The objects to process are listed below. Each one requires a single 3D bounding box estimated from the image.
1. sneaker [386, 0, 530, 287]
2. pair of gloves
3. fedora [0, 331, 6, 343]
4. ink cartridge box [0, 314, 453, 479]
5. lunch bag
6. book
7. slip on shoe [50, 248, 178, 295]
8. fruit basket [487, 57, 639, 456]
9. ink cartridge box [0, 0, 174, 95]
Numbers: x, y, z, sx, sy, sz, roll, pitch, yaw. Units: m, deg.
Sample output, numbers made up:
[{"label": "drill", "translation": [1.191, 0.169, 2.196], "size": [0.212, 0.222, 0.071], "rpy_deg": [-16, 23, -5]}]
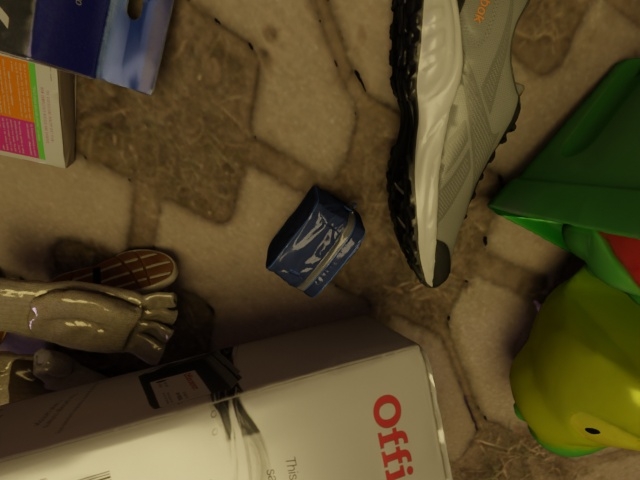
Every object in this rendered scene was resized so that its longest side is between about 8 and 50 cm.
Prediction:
[{"label": "sneaker", "translation": [0.114, -0.079, 0.398], "size": [0.107, 0.100, 0.272], "rpy_deg": [-3, 116, -5]}, {"label": "pair of gloves", "translation": [-0.261, 0.117, 0.491], "size": [0.204, 0.042, 0.240], "rpy_deg": [11, 132, -15]}, {"label": "fedora", "translation": [-0.426, 0.068, 0.468], "size": [0.194, 0.079, 0.195], "rpy_deg": [0, 116, -1]}, {"label": "ink cartridge box", "translation": [-0.089, 0.258, 0.424], "size": [0.394, 0.166, 0.286], "rpy_deg": [-12, 95, -12]}, {"label": "lunch bag", "translation": [0.000, 0.000, 0.450], "size": [0.065, 0.067, 0.098], "rpy_deg": [34, 110, -17]}, {"label": "book", "translation": [-0.290, -0.123, 0.404], "size": [0.144, 0.035, 0.096], "rpy_deg": [12, 119, -7]}, {"label": "slip on shoe", "translation": [-0.209, 0.047, 0.484], "size": [0.135, 0.052, 0.041], "rpy_deg": [-17, 148, 1]}, {"label": "fruit basket", "translation": [0.321, 0.069, 0.401], "size": [0.391, 0.283, 0.393], "rpy_deg": [-2, 101, -9]}, {"label": "ink cartridge box", "translation": [-0.267, -0.229, 0.316], "size": [0.332, 0.065, 0.166], "rpy_deg": [14, 101, -9]}]
